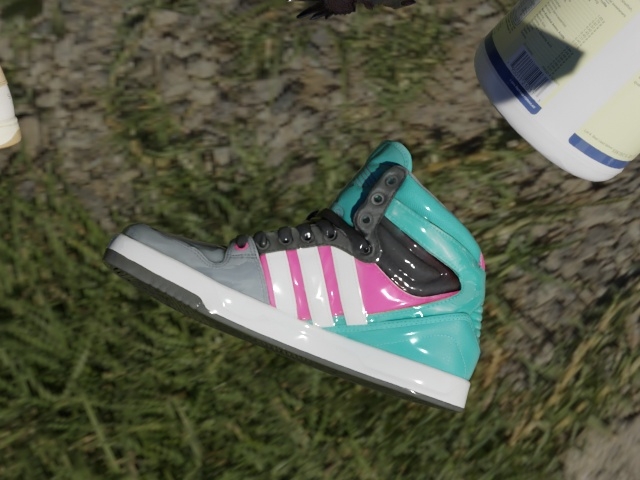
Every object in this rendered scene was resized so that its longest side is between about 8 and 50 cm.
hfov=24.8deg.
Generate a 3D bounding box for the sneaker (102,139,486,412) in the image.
[{"bbox_3d":[0.000,0.000,1.103,0.296,0.124,0.178,22,81,-9],"label":"sneaker"}]

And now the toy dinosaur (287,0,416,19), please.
[{"bbox_3d":[-0.022,-0.365,1.696,0.127,0.200,0.295,-40,90,-7],"label":"toy dinosaur"}]

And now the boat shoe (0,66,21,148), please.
[{"bbox_3d":[-0.252,-0.071,0.810,0.063,0.170,0.059,5,104,54],"label":"boat shoe"}]

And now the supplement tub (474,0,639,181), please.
[{"bbox_3d":[0.366,-0.254,1.716,0.235,0.235,0.325,48,115,9],"label":"supplement tub"}]
